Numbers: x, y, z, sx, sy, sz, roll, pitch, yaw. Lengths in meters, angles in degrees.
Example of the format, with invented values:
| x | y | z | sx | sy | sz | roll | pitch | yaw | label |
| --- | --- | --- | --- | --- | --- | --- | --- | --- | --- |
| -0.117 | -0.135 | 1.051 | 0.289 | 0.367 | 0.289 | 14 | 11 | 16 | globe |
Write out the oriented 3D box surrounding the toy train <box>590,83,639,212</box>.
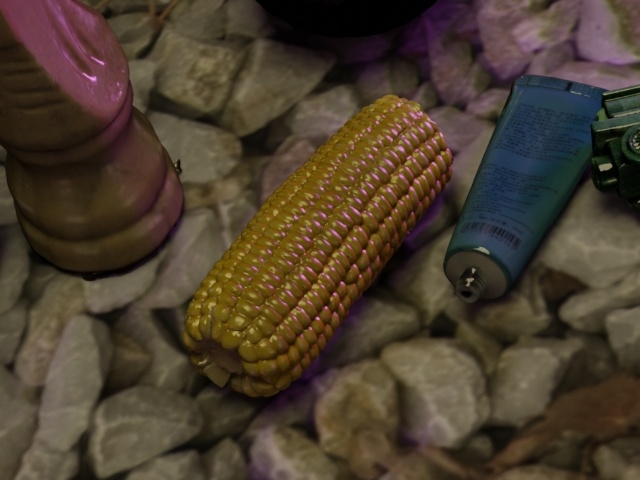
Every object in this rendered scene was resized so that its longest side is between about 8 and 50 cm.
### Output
| x | y | z | sx | sy | sz | roll | pitch | yaw | label |
| --- | --- | --- | --- | --- | --- | --- | --- | --- | --- |
| 0.266 | -0.077 | 1.301 | 0.171 | 0.071 | 0.111 | -12 | 41 | 1 | toy train |

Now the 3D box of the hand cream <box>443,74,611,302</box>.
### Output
| x | y | z | sx | sy | sz | roll | pitch | yaw | label |
| --- | --- | --- | --- | --- | --- | --- | --- | --- | --- |
| 0.139 | -0.039 | 1.315 | 0.083 | 0.048 | 0.224 | 14 | 48 | 21 | hand cream |

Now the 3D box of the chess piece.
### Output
| x | y | z | sx | sy | sz | roll | pitch | yaw | label |
| --- | --- | --- | --- | --- | --- | --- | --- | --- | --- |
| -0.189 | -0.117 | 1.273 | 0.137 | 0.301 | 0.137 | -8 | 49 | 9 | chess piece |

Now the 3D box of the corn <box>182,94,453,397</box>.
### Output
| x | y | z | sx | sy | sz | roll | pitch | yaw | label |
| --- | --- | --- | --- | --- | --- | --- | --- | --- | --- |
| 0.000 | 0.000 | 1.272 | 0.093 | 0.093 | 0.244 | 22 | 57 | 27 | corn |

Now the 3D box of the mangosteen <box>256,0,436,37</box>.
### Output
| x | y | z | sx | sy | sz | roll | pitch | yaw | label |
| --- | --- | --- | --- | --- | --- | --- | --- | --- | --- |
| 0.027 | -0.268 | 1.439 | 0.211 | 0.211 | 0.250 | 12 | 26 | 20 | mangosteen |
